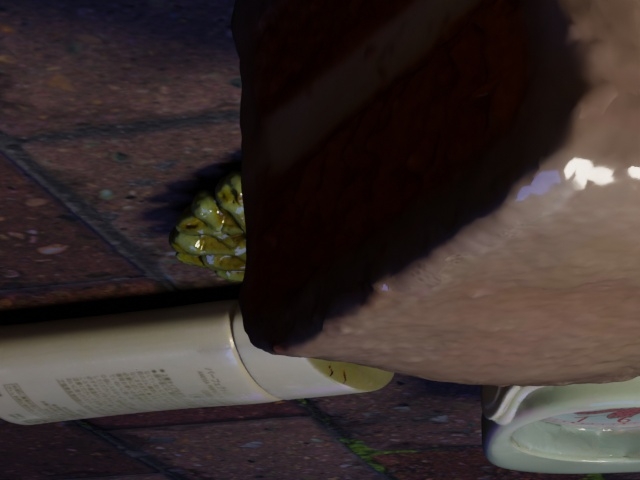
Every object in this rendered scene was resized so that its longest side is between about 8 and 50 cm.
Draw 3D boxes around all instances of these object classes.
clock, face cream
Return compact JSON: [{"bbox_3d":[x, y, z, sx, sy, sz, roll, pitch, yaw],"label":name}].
[{"bbox_3d":[0.272,0.125,1.628,0.265,0.108,0.324,-1,160,7],"label":"clock"},{"bbox_3d":[-0.124,0.103,1.589,0.349,0.081,0.173,-7,160,19],"label":"face cream"}]

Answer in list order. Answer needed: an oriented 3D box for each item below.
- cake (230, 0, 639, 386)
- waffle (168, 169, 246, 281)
[{"bbox_3d":[0.112,-0.071,0.877,0.230,0.237,0.309,6,158,-26],"label":"cake"},{"bbox_3d":[0.000,0.000,1.339,0.214,0.054,0.208,15,159,-23],"label":"waffle"}]
